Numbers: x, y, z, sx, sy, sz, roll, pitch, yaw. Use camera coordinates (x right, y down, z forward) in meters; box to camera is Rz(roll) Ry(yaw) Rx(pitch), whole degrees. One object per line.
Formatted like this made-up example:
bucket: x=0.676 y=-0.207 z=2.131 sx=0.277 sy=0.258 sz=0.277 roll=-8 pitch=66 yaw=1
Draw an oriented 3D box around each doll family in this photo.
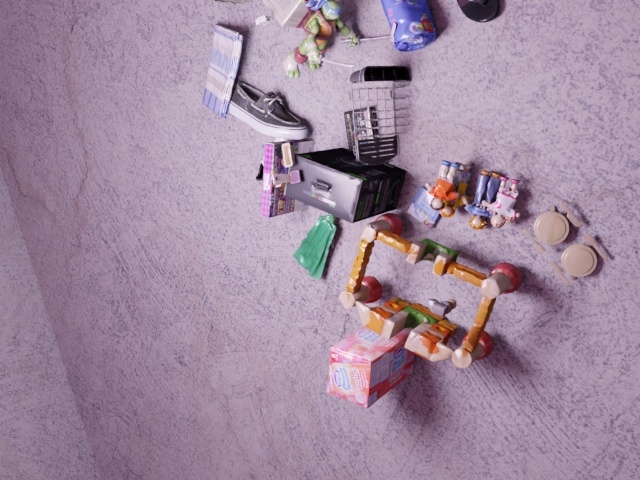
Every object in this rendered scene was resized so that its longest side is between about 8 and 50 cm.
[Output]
doll family: x=0.418 y=-0.117 z=1.753 sx=0.262 sy=0.118 sz=0.163 roll=17 pitch=105 yaw=11

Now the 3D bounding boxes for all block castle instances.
block castle: x=0.306 y=0.137 z=1.818 sx=0.453 sy=0.212 sz=0.303 roll=25 pitch=111 yaw=26

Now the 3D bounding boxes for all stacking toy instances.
stacking toy: x=-0.126 y=-0.742 z=1.844 sx=0.221 sy=0.052 sz=0.167 roll=-16 pitch=92 yaw=36

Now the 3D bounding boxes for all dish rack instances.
dish rack: x=0.170 y=-0.350 z=1.801 sx=0.074 sy=0.208 sz=0.272 roll=8 pitch=106 yaw=46

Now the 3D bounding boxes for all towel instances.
towel: x=-0.338 y=-0.575 z=2.153 sx=0.209 sy=0.034 sz=0.285 roll=42 pitch=123 yaw=49

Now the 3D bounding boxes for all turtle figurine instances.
turtle figurine: x=0.022 y=-0.545 z=1.847 sx=0.274 sy=0.198 sz=0.266 roll=31 pitch=152 yaw=-17

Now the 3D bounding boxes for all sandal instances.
sandal: x=0.377 y=-0.679 z=1.665 sx=0.097 sy=0.054 sz=0.255 roll=-32 pitch=82 yaw=36

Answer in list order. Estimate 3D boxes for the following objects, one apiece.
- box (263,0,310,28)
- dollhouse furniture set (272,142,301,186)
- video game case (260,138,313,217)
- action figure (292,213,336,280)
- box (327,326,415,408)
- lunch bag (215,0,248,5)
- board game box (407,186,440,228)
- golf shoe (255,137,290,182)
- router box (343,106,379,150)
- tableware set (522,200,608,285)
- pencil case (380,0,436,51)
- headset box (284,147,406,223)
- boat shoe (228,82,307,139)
box: x=-0.054 y=-0.771 z=1.898 sx=0.232 sy=0.126 sz=0.149 roll=-43 pitch=76 yaw=34
dollhouse furniture set: x=-0.120 y=-0.210 z=1.782 sx=0.091 sy=0.081 sz=0.115 roll=-6 pitch=93 yaw=47
video game case: x=-0.104 y=-0.200 z=2.018 sx=0.041 sy=0.210 sz=0.232 roll=16 pitch=111 yaw=31
action figure: x=0.000 y=0.000 z=2.083 sx=0.137 sy=0.063 sz=0.232 roll=40 pitch=124 yaw=23
box: x=0.160 y=0.356 z=1.909 sx=0.142 sy=0.299 sz=0.154 roll=14 pitch=109 yaw=31
lunch bag: x=-0.269 y=-0.866 z=1.958 sx=0.169 sy=0.235 sz=0.287 roll=39 pitch=120 yaw=22
board game box: x=0.312 y=-0.097 z=1.869 sx=0.090 sy=0.020 sz=0.090 roll=38 pitch=120 yaw=23
golf shoe: x=-0.157 y=-0.271 z=2.115 sx=0.067 sy=0.086 sz=0.186 roll=35 pitch=117 yaw=25
router box: x=0.125 y=-0.338 z=1.931 sx=0.092 sy=0.038 sz=0.123 roll=-3 pitch=100 yaw=36
tableware set: x=0.636 y=0.008 z=1.660 sx=0.128 sy=0.039 sz=0.194 roll=-40 pitch=83 yaw=22
pencil case: x=0.213 y=-0.664 z=1.738 sx=0.306 sy=0.133 sz=0.119 roll=71 pitch=159 yaw=1
headset box: x=0.068 y=-0.167 z=1.861 sx=0.246 sy=0.283 sz=0.131 roll=25 pitch=114 yaw=29
boat shoe: x=-0.176 y=-0.424 z=2.068 sx=0.335 sy=0.121 sz=0.119 roll=28 pitch=120 yaw=29
